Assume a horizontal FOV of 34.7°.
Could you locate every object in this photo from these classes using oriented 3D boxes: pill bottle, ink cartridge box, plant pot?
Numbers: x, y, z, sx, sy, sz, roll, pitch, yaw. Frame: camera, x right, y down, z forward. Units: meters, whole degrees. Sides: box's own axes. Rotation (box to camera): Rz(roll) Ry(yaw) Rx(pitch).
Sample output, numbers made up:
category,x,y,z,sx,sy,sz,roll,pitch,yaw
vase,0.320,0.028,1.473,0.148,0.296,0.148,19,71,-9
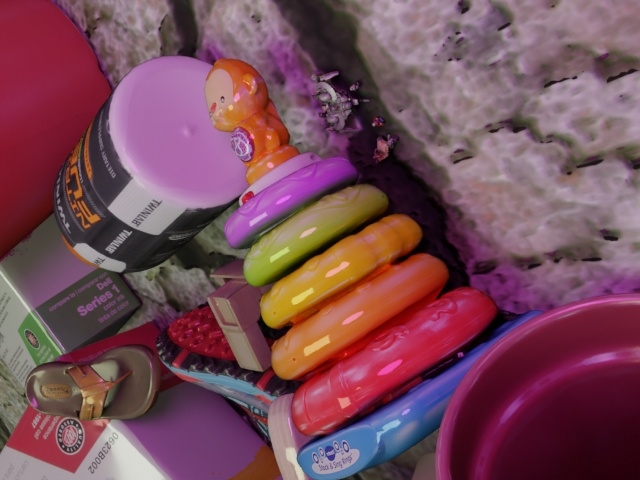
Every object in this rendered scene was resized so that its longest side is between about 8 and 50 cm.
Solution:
category,x,y,z,sx,sy,sz,roll,pitch,yaw
pill bottle,-0.153,-0.049,0.882,0.130,0.130,0.245,55,147,-1
ink cartridge box,-0.169,0.328,1.120,0.384,0.160,0.279,43,116,16
ink cartridge box,-0.364,0.025,1.222,0.278,0.117,0.201,53,147,2
plant pot,-0.344,-0.103,0.970,0.275,0.243,0.275,31,140,31
plant pot,0.189,0.161,0.603,0.201,0.201,0.180,19,149,42

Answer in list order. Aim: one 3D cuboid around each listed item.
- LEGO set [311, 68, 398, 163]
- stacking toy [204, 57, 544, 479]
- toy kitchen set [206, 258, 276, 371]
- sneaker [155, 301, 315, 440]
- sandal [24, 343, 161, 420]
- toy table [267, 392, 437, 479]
category,x,y,z,sx,sy,sz,roll,pitch,yaw
LEGO set,0.018,-0.088,0.729,0.083,0.023,0.054,38,143,24
stacking toy,0.000,0.000,0.725,0.302,0.165,0.175,59,148,5
toy kitchen set,-0.056,0.057,0.897,0.068,0.083,0.075,1,121,51
sneaker,-0.054,0.141,0.953,0.261,0.104,0.125,18,134,43
sandal,-0.230,0.145,1.003,0.180,0.049,0.072,-10,92,29
toy table,0.025,0.260,0.839,0.274,0.161,0.252,-12,130,28
